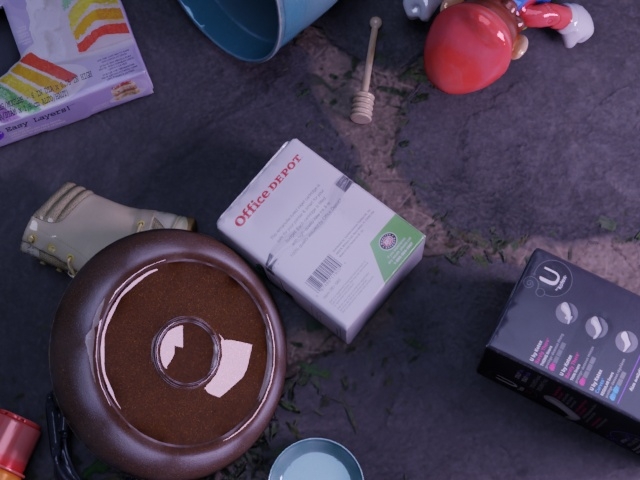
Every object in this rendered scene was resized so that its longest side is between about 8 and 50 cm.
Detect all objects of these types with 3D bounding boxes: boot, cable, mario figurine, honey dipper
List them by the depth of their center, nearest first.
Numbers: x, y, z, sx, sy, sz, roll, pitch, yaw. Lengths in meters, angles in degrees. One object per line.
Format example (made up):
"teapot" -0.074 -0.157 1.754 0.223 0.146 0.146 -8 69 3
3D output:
"cable" -0.264 0.253 1.509 0.151 0.047 0.184 -11 68 -6
"boot" -0.294 0.054 1.534 0.204 0.095 0.261 19 64 7
"mario figurine" 0.244 -0.313 1.648 0.198 0.170 0.320 15 57 45
"honey dipper" 0.066 -0.237 1.659 0.031 0.030 0.160 8 68 5

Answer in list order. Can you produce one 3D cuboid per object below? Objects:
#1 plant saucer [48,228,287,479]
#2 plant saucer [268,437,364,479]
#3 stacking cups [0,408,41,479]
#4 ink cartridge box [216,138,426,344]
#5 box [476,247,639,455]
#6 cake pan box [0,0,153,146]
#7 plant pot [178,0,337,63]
"plant saucer" -0.169 0.136 1.455 0.311 0.050 0.310 4 81 -29
"plant saucer" -0.005 0.305 1.489 0.119 0.021 0.119 -1 72 2
"stacking cups" -0.440 0.356 1.457 0.096 0.096 0.316 18 72 8
"ink cartridge box" 0.000 0.000 1.549 0.219 0.092 0.160 38 77 13
"box" 0.343 0.144 1.450 0.270 0.165 0.143 26 76 10
"cake pan box" -0.395 -0.275 1.669 0.267 0.070 0.245 -20 70 -4
"plant pot" -0.051 -0.418 1.611 0.255 0.271 0.271 -37 74 -24
